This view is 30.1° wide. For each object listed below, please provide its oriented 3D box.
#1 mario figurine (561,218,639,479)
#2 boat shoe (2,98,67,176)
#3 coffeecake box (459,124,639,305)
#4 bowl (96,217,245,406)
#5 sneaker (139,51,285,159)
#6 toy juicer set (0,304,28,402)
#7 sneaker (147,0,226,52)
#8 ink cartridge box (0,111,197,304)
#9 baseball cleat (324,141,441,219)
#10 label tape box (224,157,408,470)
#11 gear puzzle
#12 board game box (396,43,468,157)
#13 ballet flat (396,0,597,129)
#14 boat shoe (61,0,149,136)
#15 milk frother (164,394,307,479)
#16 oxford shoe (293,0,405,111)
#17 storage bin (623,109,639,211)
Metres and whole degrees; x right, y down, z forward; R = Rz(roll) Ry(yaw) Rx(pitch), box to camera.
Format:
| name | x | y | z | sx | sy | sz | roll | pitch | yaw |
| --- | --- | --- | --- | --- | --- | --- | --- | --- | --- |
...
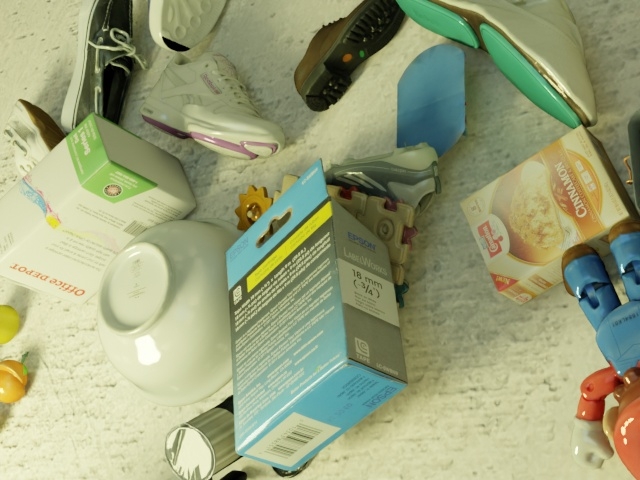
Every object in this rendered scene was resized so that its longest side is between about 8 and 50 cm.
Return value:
| name | x | y | z | sx | sy | sz | roll | pitch | yaw |
| --- | --- | --- | --- | --- | --- | --- | --- | --- | --- |
| mario figurine | 0.371 | 0.146 | 1.332 | 0.198 | 0.170 | 0.321 | 116 | 155 | -47 |
| boat shoe | -0.486 | -0.147 | 2.080 | 0.096 | 0.098 | 0.277 | -52 | 41 | 8 |
| coffeecake box | 0.285 | -0.030 | 1.473 | 0.185 | 0.068 | 0.142 | -34 | 56 | 22 |
| bowl | -0.234 | 0.089 | 1.769 | 0.297 | 0.134 | 0.298 | -14 | 65 | 31 |
| sneaker | -0.162 | -0.218 | 1.850 | 0.305 | 0.114 | 0.152 | 23 | 88 | 40 |
| toy juicer set | -0.620 | 0.271 | 2.019 | 0.329 | 0.089 | 0.209 | -36 | 67 | 10 |
| sneaker | -0.266 | -0.472 | 2.038 | 0.236 | 0.130 | 0.323 | 7 | 81 | 48 |
| ink cartridge box | -0.369 | -0.043 | 1.876 | 0.278 | 0.201 | 0.117 | -39 | 53 | 19 |
| baseball cleat | 0.079 | -0.071 | 1.642 | 0.206 | 0.072 | 0.109 | -12 | 88 | 48 |
| label tape box | -0.015 | 0.096 | 1.569 | 0.240 | 0.106 | 0.334 | -42 | 38 | 35 |
| gear puzzle | 0.000 | 0.000 | 1.677 | 0.339 | 0.044 | 0.175 | 17 | 103 | 40 |
| board game box | 0.162 | -0.185 | 1.647 | 0.133 | 0.033 | 0.169 | -17 | 66 | 49 |
| ballet flat | 0.251 | -0.292 | 1.576 | 0.139 | 0.139 | 0.400 | -52 | 48 | 8 |
| boat shoe | -0.359 | -0.315 | 2.040 | 0.105 | 0.113 | 0.306 | 9 | 80 | 32 |
| milk frother | -0.107 | 0.279 | 1.595 | 0.143 | 0.134 | 0.129 | -19 | 92 | 33 |
| oxford shoe | 0.038 | -0.305 | 1.761 | 0.227 | 0.083 | 0.096 | -45 | 47 | 12 |
| storage bin | 0.412 | -0.080 | 1.384 | 0.098 | 0.091 | 0.135 | -15 | 63 | 31 |
